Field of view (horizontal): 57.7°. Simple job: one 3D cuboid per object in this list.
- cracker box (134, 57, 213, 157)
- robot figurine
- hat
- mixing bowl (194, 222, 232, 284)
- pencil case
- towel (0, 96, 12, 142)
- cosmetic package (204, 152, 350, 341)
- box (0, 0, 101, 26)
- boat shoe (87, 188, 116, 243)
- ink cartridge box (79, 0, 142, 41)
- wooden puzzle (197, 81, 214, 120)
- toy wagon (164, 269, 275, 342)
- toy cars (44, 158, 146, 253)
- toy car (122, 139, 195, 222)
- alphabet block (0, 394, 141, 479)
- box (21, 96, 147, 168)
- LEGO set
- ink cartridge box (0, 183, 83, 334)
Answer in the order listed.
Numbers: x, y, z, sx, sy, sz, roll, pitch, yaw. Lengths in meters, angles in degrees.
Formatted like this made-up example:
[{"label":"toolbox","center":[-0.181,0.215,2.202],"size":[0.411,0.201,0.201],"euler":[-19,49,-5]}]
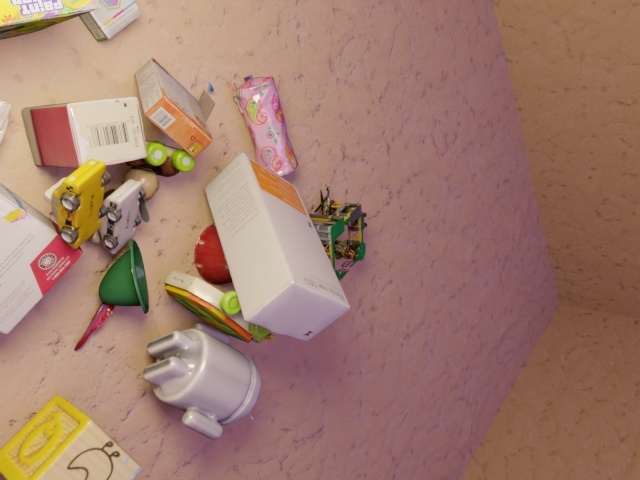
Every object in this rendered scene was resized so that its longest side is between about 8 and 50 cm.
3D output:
[{"label":"cracker box","center":[-0.344,-0.312,1.352],"size":[0.067,0.232,0.156],"euler":[-39,131,10]},{"label":"robot figurine","center":[-0.295,0.361,1.525],"size":[0.353,0.200,0.299],"euler":[42,38,-40]},{"label":"hat","center":[-0.509,0.112,1.355],"size":[0.184,0.208,0.173],"euler":[-11,150,-10]},{"label":"mixing bowl","center":[-0.245,0.040,1.599],"size":[0.182,0.098,0.181],"euler":[-8,102,-44]},{"label":"pencil case","center":[-0.152,-0.317,1.628],"size":[0.124,0.124,0.283],"euler":[-36,120,-37]},{"label":"towel","center":[-0.735,-0.224,1.063],"size":[0.282,0.049,0.187],"euler":[22,92,-45]},{"label":"cosmetic package","center":[-0.120,0.011,1.477],"size":[0.162,0.453,0.230],"euler":[-39,140,19]},{"label":"box","center":[-0.603,-0.450,1.020],"size":[0.290,0.279,0.176],"euler":[-32,119,-39]},{"label":"boat shoe","center":[-0.504,-0.055,1.357],"size":[0.045,0.050,0.135],"euler":[44,66,-55]},{"label":"ink cartridge box","center":[-0.500,-0.556,1.264],"size":[0.109,0.062,0.209],"euler":[-51,128,-27]},{"label":"wooden puzzle","center":[-0.308,-0.350,1.517],"size":[0.116,0.014,0.078],"euler":[-64,158,-20]},{"label":"toy wagon","center":[-0.245,0.190,1.500],"size":[0.344,0.267,0.068],"euler":[48,64,-39]},{"label":"toy cars","center":[-0.462,-0.072,1.194],"size":[0.176,0.087,0.393],"euler":[-60,177,-3]},{"label":"toy car","center":[-0.406,-0.141,1.374],"size":[0.149,0.155,0.188],"euler":[8,100,-46]},{"label":"alphabet block","center":[-0.556,0.495,1.283],"size":[0.192,0.194,0.197],"euler":[-51,129,-30]},{"label":"box","center":[-0.491,-0.224,1.204],"size":[0.149,0.233,0.126],"euler":[-21,111,-42]},{"label":"LEGO set","center":[0.000,0.000,1.808],"size":[0.331,0.192,0.254],"euler":[-51,140,-50]},{"label":"ink cartridge box","center":[-0.658,0.002,1.106],"size":[0.226,0.131,0.306],"euler":[-47,128,-7]}]
